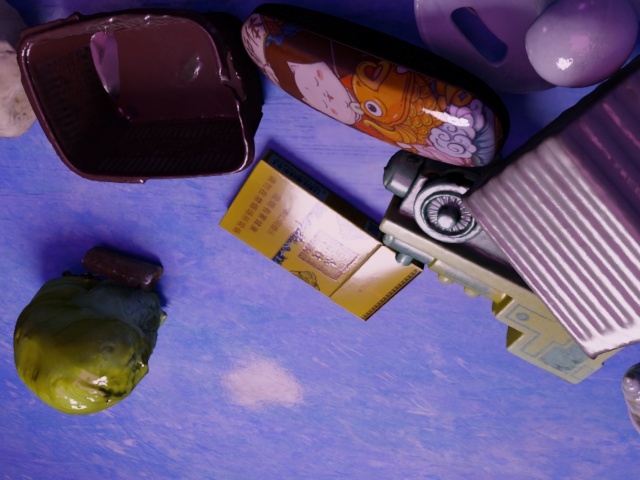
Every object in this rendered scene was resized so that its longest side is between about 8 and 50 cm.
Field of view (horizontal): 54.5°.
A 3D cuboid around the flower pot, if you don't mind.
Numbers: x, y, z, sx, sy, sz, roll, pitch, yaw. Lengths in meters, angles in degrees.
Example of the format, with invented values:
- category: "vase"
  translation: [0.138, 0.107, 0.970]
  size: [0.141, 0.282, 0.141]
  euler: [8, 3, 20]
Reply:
- category: "flower pot"
  translation: [0.271, -0.039, 0.552]
  size: [0.239, 0.209, 0.189]
  euler: [-40, 87, -1]

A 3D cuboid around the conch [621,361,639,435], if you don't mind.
- category: "conch"
  translation: [0.518, 0.241, 0.814]
  size: [0.368, 0.197, 0.249]
  euler: [45, 150, -9]

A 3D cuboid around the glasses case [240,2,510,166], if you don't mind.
- category: "glasses case"
  translation: [0.050, -0.170, 0.675]
  size: [0.321, 0.082, 0.122]
  euler: [28, 171, 23]

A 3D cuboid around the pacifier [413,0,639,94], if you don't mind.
- category: "pacifier"
  translation: [0.207, -0.222, 0.529]
  size: [0.287, 0.225, 0.238]
  euler: [-31, 126, 34]

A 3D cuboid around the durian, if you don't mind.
- category: "durian"
  translation: [-0.407, 0.173, 1.082]
  size: [0.256, 0.339, 0.204]
  euler: [-28, 115, 5]

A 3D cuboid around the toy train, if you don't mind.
- category: "toy train"
  translation: [0.230, 0.018, 0.781]
  size: [0.369, 0.150, 0.237]
  euler: [27, 138, 1]

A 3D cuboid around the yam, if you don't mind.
- category: "yam"
  translation: [-0.346, 0.050, 1.091]
  size: [0.133, 0.054, 0.054]
  euler: [18, 132, 7]

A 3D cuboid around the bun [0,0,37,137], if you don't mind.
- category: "bun"
  translation: [-0.452, -0.250, 0.830]
  size: [0.220, 0.134, 0.220]
  euler: [39, 159, 18]

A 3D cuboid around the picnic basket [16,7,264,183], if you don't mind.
- category: "picnic basket"
  translation: [-0.212, -0.195, 0.785]
  size: [0.297, 0.129, 0.222]
  euler: [0, 126, 20]

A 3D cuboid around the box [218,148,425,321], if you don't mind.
- category: "box"
  translation: [-0.001, -0.001, 0.922]
  size: [0.279, 0.041, 0.153]
  euler: [34, 130, -7]
